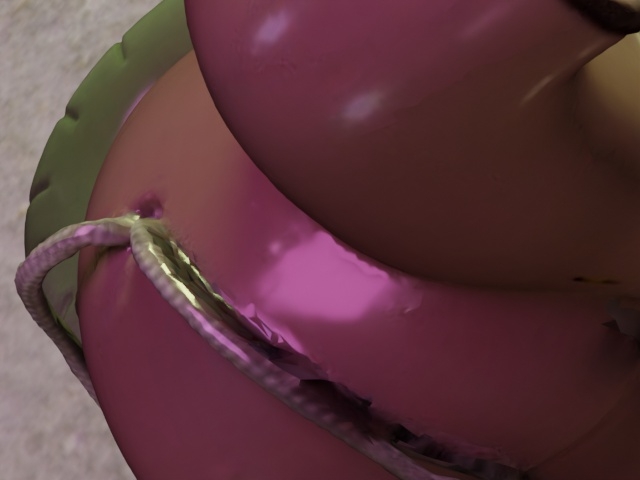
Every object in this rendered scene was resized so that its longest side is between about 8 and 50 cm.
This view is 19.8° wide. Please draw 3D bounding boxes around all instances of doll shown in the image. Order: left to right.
[{"bbox_3d":[0.000,0.000,0.500,0.268,0.216,0.284,-37,45,27],"label":"doll"}]
